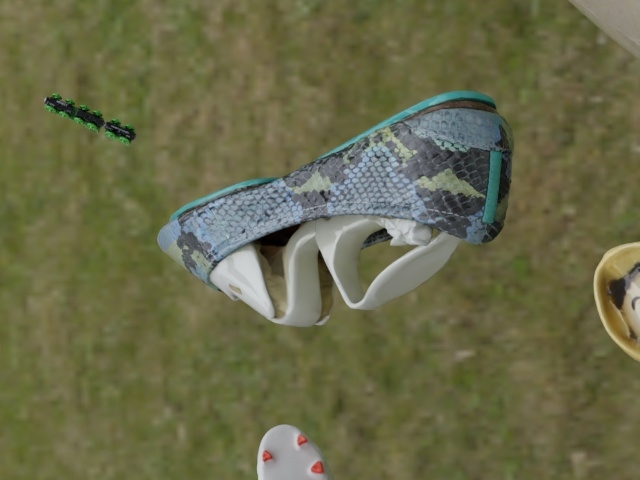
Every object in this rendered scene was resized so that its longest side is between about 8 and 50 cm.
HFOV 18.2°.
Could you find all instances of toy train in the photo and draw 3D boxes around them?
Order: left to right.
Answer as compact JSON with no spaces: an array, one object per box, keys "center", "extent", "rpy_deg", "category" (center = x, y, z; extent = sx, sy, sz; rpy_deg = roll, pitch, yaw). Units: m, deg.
[{"center":[-0.195,-0.102,1.690],"extent":[0.023,0.083,0.017],"rpy_deg":[124,168,-76],"category":"toy train"}]

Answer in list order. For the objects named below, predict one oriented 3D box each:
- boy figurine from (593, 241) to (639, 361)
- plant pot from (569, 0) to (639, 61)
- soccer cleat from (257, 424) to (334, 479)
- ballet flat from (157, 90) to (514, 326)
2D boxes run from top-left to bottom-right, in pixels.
[{"center":[0.263,0.096,1.158],"extent":[0.177,0.092,0.285],"rpy_deg":[-50,53,28],"category":"boy figurine"},{"center":[0.156,-0.155,0.634],"extent":[0.191,0.284,0.284],"rpy_deg":[7,99,12],"category":"plant pot"},{"center":[-0.003,0.260,1.798],"extent":[0.076,0.068,0.196],"rpy_deg":[77,167,-70],"category":"soccer cleat"},{"center":[0.000,0.000,0.767],"extent":[0.188,0.070,0.070],"rpy_deg":[-24,71,49],"category":"ballet flat"}]
